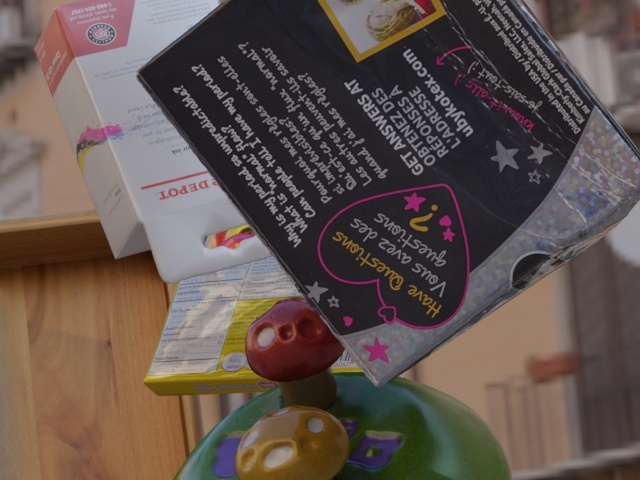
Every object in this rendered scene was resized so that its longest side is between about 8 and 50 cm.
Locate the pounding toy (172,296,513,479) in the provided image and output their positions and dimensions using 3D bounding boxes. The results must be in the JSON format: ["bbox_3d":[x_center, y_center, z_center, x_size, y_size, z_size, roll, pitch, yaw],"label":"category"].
[{"bbox_3d":[-0.028,0.112,0.937,0.237,0.110,0.183,-28,33,-18],"label":"pounding toy"}]

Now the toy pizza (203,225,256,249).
[{"bbox_3d":[0.000,0.000,1.451,0.201,0.201,0.032,-8,-36,12],"label":"toy pizza"}]

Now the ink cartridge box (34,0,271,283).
[{"bbox_3d":[-0.097,-0.063,1.275,0.115,0.198,0.067,-15,-15,-26],"label":"ink cartridge box"}]

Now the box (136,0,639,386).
[{"bbox_3d":[0.045,-0.046,0.853,0.142,0.163,0.247,-38,-3,10],"label":"box"}]

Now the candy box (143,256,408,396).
[{"bbox_3d":[-0.022,0.055,1.336,0.206,0.105,0.027,-5,-38,34],"label":"candy box"}]

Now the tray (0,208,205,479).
[{"bbox_3d":[-0.193,0.170,1.540,0.203,0.411,0.076,-6,-29,-7],"label":"tray"}]
